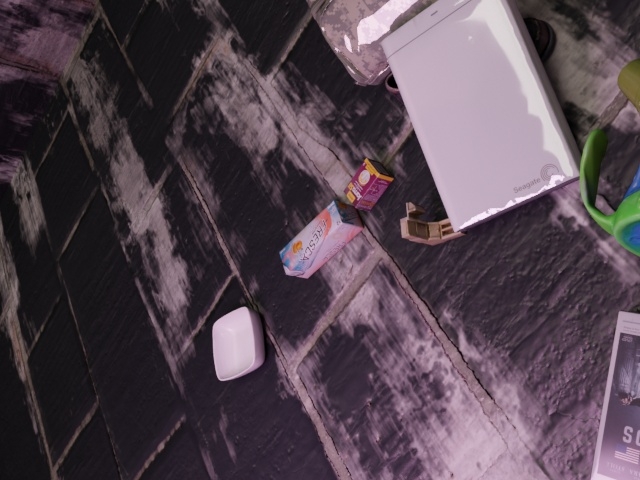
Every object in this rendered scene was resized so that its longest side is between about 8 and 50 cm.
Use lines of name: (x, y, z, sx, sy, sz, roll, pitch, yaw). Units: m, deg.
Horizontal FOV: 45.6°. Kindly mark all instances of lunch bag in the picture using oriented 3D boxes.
lunch bag: (0.135, -0.459, 1.381, 0.305, 0.212, 0.256, -34, 73, 39)

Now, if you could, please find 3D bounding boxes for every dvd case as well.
dvd case: (0.451, 0.221, 0.976, 0.179, 0.029, 0.239, 7, 85, 49)

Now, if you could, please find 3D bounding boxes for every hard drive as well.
hard drive: (0.250, -0.218, 1.217, 0.233, 0.047, 0.353, -27, 79, 40)

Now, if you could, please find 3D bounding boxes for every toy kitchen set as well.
toy kitchen set: (0.188, -0.039, 1.293, 0.075, 0.083, 0.068, -21, 66, 44)

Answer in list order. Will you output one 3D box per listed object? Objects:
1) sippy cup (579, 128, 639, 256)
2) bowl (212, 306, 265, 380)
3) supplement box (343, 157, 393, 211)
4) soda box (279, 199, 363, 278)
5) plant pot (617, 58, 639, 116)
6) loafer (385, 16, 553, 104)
sippy cup: (0.483, -0.093, 0.892, 0.240, 0.305, 0.224, 88, -163, -77)
bowl: (-0.171, 0.226, 1.651, 0.142, 0.053, 0.142, -30, 58, 40)
supplement box: (0.091, -0.106, 1.451, 0.083, 0.043, 0.055, -56, 47, 24)
soda box: (0.000, 0.000, 1.510, 0.183, 0.063, 0.058, -43, 51, 32)
plant pot: (0.455, -0.213, 1.054, 0.083, 0.083, 0.079, -56, 32, 23)
loafer: (0.241, -0.295, 1.290, 0.302, 0.095, 0.109, -18, 66, 45)
